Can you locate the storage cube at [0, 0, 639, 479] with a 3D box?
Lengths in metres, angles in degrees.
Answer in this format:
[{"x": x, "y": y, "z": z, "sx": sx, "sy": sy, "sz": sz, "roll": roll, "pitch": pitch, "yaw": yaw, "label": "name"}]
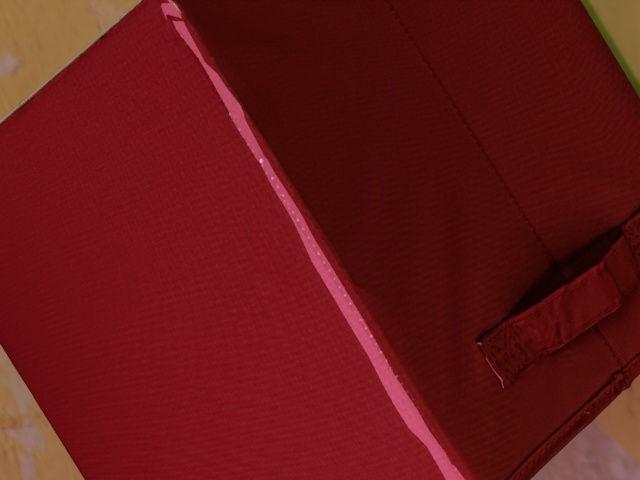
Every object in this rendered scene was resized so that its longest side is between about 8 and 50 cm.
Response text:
[{"x": 0.000, "y": 0.000, "z": 0.651, "sx": 0.215, "sy": 0.183, "sz": 0.193, "roll": -29, "pitch": 94, "yaw": 48, "label": "storage cube"}]
